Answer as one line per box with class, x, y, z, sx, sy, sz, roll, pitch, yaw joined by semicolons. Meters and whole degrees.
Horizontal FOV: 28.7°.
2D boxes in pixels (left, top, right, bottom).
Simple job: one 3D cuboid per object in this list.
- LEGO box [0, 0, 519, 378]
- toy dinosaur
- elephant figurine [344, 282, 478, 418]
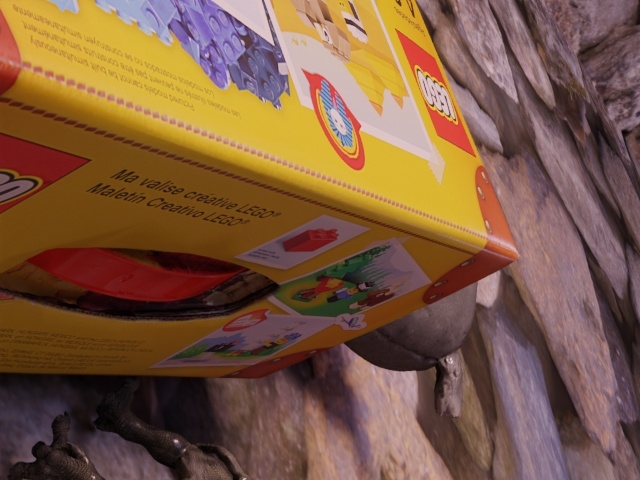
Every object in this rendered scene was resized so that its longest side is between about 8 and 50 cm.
LEGO box;-0.130;-0.144;0.567;0.500;0.193;0.372;14;52;-64
toy dinosaur;-0.076;0.123;0.605;0.118;0.064;0.268;36;-2;11
elephant figurine;0.000;0.000;0.871;0.239;0.186;0.169;19;96;-49
